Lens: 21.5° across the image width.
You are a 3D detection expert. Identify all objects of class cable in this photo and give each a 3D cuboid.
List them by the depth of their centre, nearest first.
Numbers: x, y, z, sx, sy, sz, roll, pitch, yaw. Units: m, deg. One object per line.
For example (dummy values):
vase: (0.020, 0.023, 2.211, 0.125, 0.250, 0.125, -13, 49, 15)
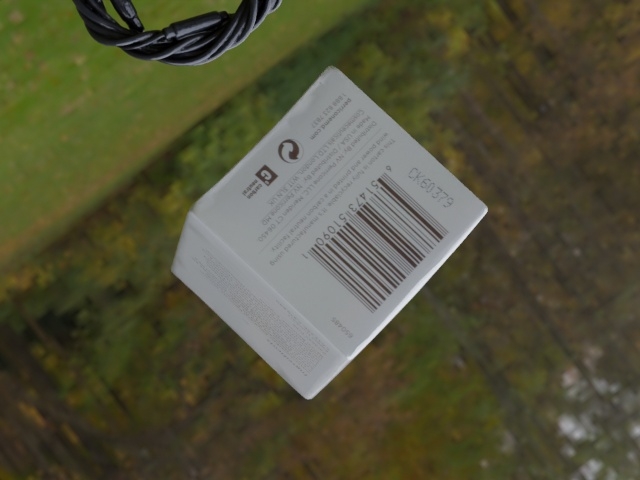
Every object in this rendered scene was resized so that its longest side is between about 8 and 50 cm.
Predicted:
cable: (-0.122, -0.224, 1.457, 0.047, 0.184, 0.150, -155, -98, -72)

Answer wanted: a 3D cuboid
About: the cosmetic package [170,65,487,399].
cosmetic package: (0.000, 0.000, 1.218, 0.151, 0.151, 0.183, -46, 177, -17)
